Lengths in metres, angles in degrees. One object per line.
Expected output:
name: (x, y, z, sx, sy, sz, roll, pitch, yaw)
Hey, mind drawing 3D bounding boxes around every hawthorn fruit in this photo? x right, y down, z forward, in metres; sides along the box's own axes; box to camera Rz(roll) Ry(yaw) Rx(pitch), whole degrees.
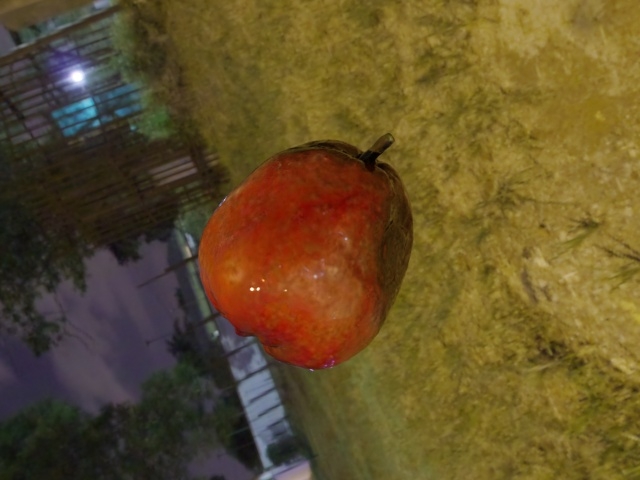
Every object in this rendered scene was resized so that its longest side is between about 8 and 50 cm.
hawthorn fruit: (0.000, 0.000, 0.714, 0.224, 0.261, 0.224, 32, -171, -6)
